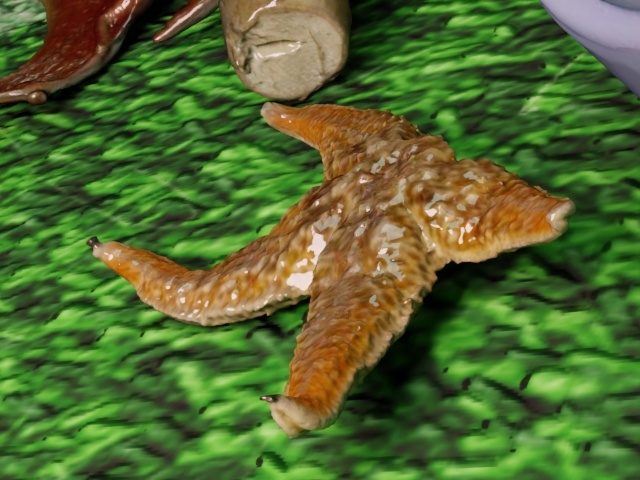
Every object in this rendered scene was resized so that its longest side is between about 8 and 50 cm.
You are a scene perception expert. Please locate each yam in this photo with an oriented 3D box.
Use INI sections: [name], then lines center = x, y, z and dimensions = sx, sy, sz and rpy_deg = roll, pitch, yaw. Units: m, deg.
[yam]
center = -0.024, -0.202, 0.942
dimensions = 0.071, 0.067, 0.317
rpy_deg = -13, 48, 9

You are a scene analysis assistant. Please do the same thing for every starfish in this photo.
[starfish]
center = 0.000, 0.003, 0.687
dimensions = 0.138, 0.050, 0.247
rpy_deg = -32, 21, -14

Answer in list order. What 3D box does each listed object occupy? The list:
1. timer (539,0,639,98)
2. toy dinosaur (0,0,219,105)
[timer]
center = 0.228, -0.234, 0.637
dimensions = 0.395, 0.173, 0.395
rpy_deg = -18, 58, 32
[toy dinosaur]
center = -0.125, -0.171, 1.023
dimensions = 0.327, 0.113, 0.206
rpy_deg = -27, 26, -1
